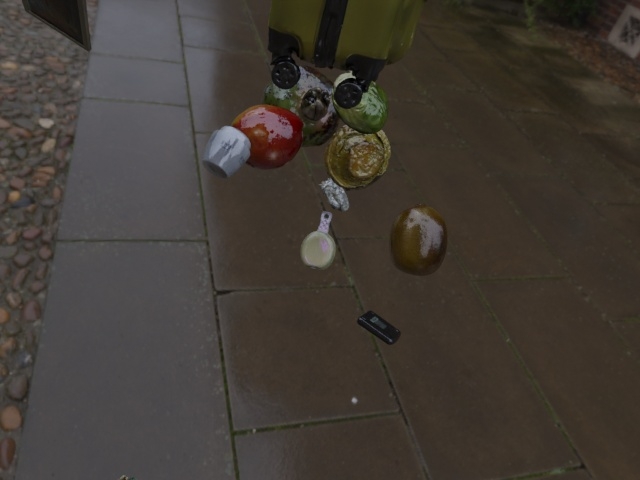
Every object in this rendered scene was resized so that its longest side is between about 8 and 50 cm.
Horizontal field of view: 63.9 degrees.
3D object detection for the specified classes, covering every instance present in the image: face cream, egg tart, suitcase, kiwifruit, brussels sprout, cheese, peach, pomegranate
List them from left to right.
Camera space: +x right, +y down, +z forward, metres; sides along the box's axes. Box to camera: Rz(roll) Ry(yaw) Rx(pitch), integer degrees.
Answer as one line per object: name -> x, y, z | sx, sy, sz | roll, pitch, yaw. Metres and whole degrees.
face cream -> -0.201, -0.187, 1.094 | 0.091, 0.091, 0.095 | 25, 70, 9
peach -> -0.138, -0.286, 1.413 | 0.197, 0.197, 0.197 | 10, 40, -9
pomegranate -> -0.046, -0.440, 1.680 | 0.284, 0.285, 0.340 | -1, 7, -20
cheese -> 0.000, 0.000, 1.996 | 0.137, 0.228, 0.064 | 14, 6, 4
brussels sprout -> 0.106, -0.376, 1.406 | 0.143, 0.181, 0.162 | -10, 38, 35
egg tart -> 0.131, -0.272, 1.697 | 0.240, 0.241, 0.106 | 0, 22, -20
suitcase -> 0.044, -0.273, 0.519 | 0.143, 0.235, 0.194 | 18, 30, 2
kiwifruit -> 0.322, -0.003, 1.690 | 0.195, 0.234, 0.196 | 7, 3, 0

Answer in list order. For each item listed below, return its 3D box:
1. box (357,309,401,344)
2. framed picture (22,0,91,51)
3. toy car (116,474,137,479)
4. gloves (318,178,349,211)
box -> 0.173, 0.252, 1.493 | 0.125, 0.027, 0.126 | 33, 12, 16
framed picture -> -0.645, -0.573, 1.238 | 0.184, 0.250, 0.016 | 32, 71, -14
toy car -> -0.462, 0.602, 1.196 | 0.073, 0.143, 0.054 | -35, 98, -16
gloves -> 0.064, -0.188, 2.136 | 0.153, 0.070, 0.114 | 61, 27, -5
